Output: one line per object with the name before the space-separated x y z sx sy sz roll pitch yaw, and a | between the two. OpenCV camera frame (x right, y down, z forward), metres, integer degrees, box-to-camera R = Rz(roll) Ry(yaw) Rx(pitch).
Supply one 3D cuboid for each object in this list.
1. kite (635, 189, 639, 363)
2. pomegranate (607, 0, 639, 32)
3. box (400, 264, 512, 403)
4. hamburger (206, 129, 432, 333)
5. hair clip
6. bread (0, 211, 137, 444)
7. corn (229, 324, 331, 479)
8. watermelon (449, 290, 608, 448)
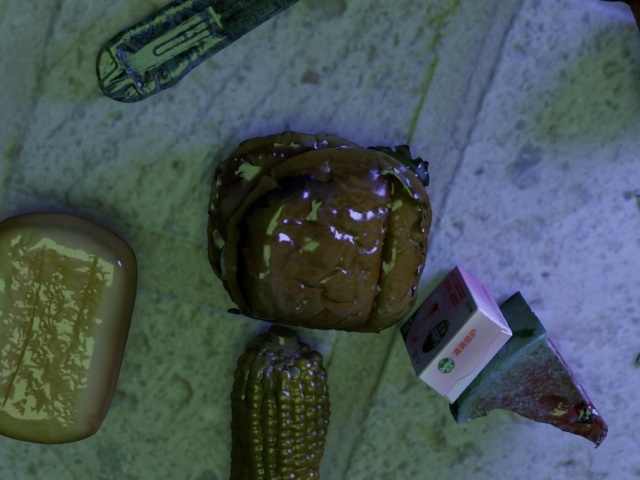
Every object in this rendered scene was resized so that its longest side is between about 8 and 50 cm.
kite | 0.386 0.023 1.435 0.229 0.012 0.250 34 103 -12
pomegranate | 0.281 -0.251 1.225 0.214 0.214 0.248 -12 97 -1
box | 0.124 0.085 1.370 0.043 0.125 0.089 37 100 -14
hamburger | 0.000 0.000 1.331 0.206 0.130 0.183 6 110 -10
hair clip | -0.097 -0.191 1.303 0.229 0.036 0.066 -27 104 10
bread | -0.247 0.076 1.345 0.147 0.098 0.217 16 104 -10
corn | -0.046 0.234 1.425 0.097 0.097 0.320 3 110 -7
watermelon | 0.212 0.115 1.409 0.158 0.098 0.121 12 121 -5
